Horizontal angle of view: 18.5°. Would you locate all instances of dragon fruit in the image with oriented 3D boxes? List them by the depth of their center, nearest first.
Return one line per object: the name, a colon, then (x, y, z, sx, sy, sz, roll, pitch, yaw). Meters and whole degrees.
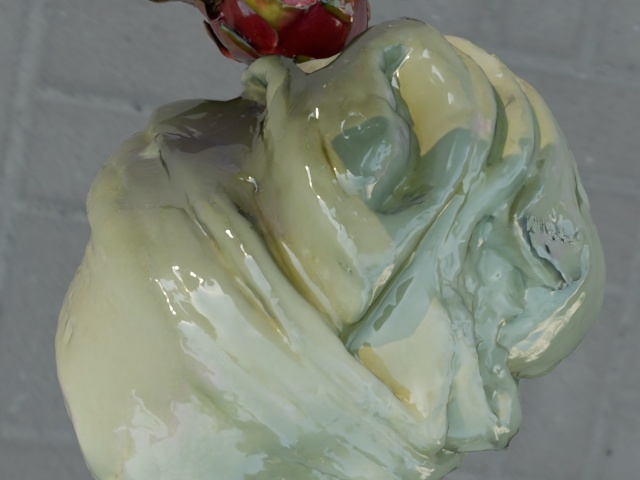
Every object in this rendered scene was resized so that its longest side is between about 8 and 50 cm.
dragon fruit: (-0.038, -0.144, 1.083, 0.190, 0.094, 0.094, 22, 96, -52)

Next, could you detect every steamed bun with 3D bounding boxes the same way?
steamed bun: (0.000, 0.000, 1.014, 0.275, 0.320, 0.206, -5, 120, 22)
